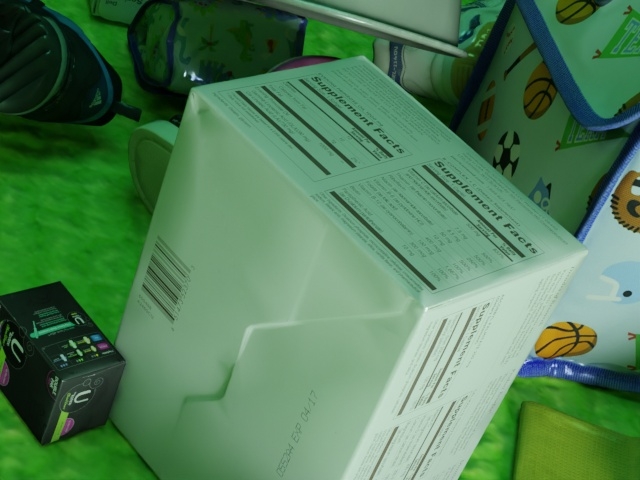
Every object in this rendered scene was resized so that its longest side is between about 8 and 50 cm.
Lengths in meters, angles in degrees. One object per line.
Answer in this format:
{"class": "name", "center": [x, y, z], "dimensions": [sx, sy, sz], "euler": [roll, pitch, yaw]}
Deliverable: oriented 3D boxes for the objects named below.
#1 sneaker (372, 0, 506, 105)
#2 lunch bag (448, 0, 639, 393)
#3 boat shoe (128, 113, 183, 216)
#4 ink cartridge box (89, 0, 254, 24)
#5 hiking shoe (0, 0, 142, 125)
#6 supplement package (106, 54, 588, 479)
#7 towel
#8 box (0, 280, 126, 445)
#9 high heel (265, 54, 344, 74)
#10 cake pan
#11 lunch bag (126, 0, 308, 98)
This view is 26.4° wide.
{"class": "sneaker", "center": [0.150, -0.213, 1.407], "dimensions": [0.130, 0.112, 0.296], "euler": [11, 18, 23]}
{"class": "lunch bag", "center": [0.265, -0.117, 1.104], "dimensions": [0.238, 0.386, 0.328], "euler": [10, 38, -17]}
{"class": "boat shoe", "center": [-0.001, 0.003, 1.027], "dimensions": [0.113, 0.127, 0.340], "euler": [-28, 49, -35]}
{"class": "ink cartridge box", "center": [-0.156, -0.301, 1.369], "dimensions": [0.154, 0.093, 0.212], "euler": [7, 40, -21]}
{"class": "hiking shoe", "center": [-0.289, -0.175, 1.149], "dimensions": [0.304, 0.113, 0.132], "euler": [40, 8, 33]}
{"class": "supplement package", "center": [0.000, 0.055, 0.839], "dimensions": [0.145, 0.262, 0.204], "euler": [-17, 51, -42]}
{"class": "towel", "center": [0.179, 0.203, 0.953], "dimensions": [0.102, 0.021, 0.237], "euler": [22, 35, -2]}
{"class": "box", "center": [-0.175, 0.079, 0.887], "dimensions": [0.052, 0.062, 0.083], "euler": [-15, 50, -42]}
{"class": "high heel", "center": [0.041, -0.071, 1.114], "dimensions": [0.117, 0.082, 0.244], "euler": [51, 10, 30]}
{"class": "cake pan", "center": [-0.007, -0.221, 1.175], "dimensions": [0.293, 0.054, 0.293], "euler": [15, 7, -2]}
{"class": "lunch bag", "center": [-0.098, -0.173, 1.233], "dimensions": [0.128, 0.096, 0.151], "euler": [5, 12, -23]}
